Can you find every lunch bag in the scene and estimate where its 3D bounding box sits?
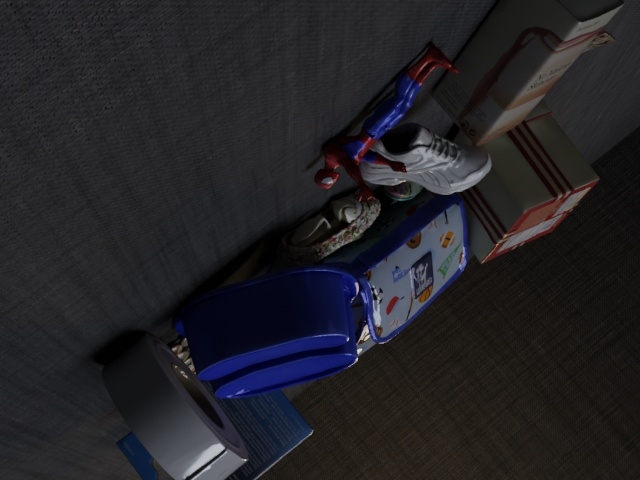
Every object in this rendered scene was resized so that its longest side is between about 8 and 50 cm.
[{"bbox_3d":[0.130,0.073,2.005,0.328,0.239,0.385,-37,167,-30],"label":"lunch bag"}]

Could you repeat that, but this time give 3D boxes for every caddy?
[{"bbox_3d":[-0.090,0.150,1.693,0.341,0.179,0.241,-15,154,3],"label":"caddy"}]

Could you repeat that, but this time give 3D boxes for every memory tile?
[{"bbox_3d":[-0.241,0.211,1.857,0.113,0.012,0.148,-42,152,-7],"label":"memory tile"}]

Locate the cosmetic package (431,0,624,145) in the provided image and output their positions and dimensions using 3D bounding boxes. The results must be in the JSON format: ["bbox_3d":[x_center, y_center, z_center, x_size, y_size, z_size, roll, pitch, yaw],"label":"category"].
[{"bbox_3d":[0.331,-0.309,1.532,0.153,0.129,0.296,-28,163,-38],"label":"cosmetic package"}]

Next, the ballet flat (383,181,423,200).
[{"bbox_3d":[0.186,-0.136,1.866,0.221,0.077,0.079,-24,142,-63],"label":"ballet flat"}]

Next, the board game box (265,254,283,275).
[{"bbox_3d":[-0.066,0.097,1.850,0.026,0.103,0.154,-31,165,-33],"label":"board game box"}]

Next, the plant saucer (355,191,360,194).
[{"bbox_3d":[0.069,-0.070,1.860,0.083,0.015,0.083,-38,167,-10],"label":"plant saucer"}]

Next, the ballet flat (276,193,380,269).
[{"bbox_3d":[0.019,-0.027,1.733,0.241,0.091,0.077,-38,145,-23],"label":"ballet flat"}]

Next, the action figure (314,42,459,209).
[{"bbox_3d":[0.114,-0.155,1.448,0.280,0.139,0.091,-41,166,16],"label":"action figure"}]

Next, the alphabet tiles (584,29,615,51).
[{"bbox_3d":[0.422,-0.336,1.743,0.237,0.009,0.198,-18,177,25],"label":"alphabet tiles"}]

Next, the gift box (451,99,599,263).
[{"bbox_3d":[0.403,-0.140,2.002,0.276,0.258,0.255,-21,159,-32],"label":"gift box"}]

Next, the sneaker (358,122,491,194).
[{"bbox_3d":[0.178,-0.144,1.567,0.232,0.090,0.115,1,147,-7],"label":"sneaker"}]

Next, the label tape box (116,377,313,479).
[{"bbox_3d":[-0.220,0.415,1.973,0.334,0.240,0.106,-37,171,-14],"label":"label tape box"}]

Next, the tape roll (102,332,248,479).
[{"bbox_3d":[-0.248,0.299,1.620,0.100,0.286,0.286,-38,167,-4],"label":"tape roll"}]
